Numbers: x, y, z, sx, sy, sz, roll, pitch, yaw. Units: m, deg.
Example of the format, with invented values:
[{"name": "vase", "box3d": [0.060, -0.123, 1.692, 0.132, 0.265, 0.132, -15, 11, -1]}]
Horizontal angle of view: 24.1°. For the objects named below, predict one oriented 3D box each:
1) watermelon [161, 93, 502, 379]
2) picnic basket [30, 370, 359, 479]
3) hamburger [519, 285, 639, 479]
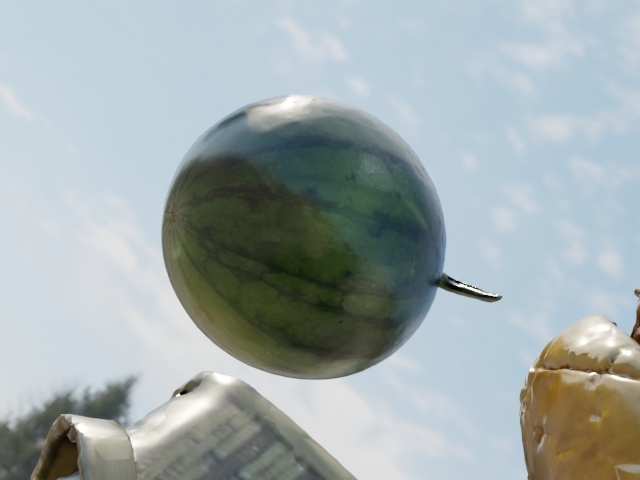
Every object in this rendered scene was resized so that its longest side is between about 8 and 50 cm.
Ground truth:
[{"name": "watermelon", "box3d": [0.000, 0.000, 1.002, 0.215, 0.188, 0.188, 11, -2, -28]}, {"name": "picnic basket", "box3d": [-0.021, 0.227, 0.441, 0.313, 0.175, 0.228, 41, -49, 15]}, {"name": "hamburger", "box3d": [0.175, 0.130, 0.634, 0.282, 0.155, 0.245, 57, 20, -84]}]
